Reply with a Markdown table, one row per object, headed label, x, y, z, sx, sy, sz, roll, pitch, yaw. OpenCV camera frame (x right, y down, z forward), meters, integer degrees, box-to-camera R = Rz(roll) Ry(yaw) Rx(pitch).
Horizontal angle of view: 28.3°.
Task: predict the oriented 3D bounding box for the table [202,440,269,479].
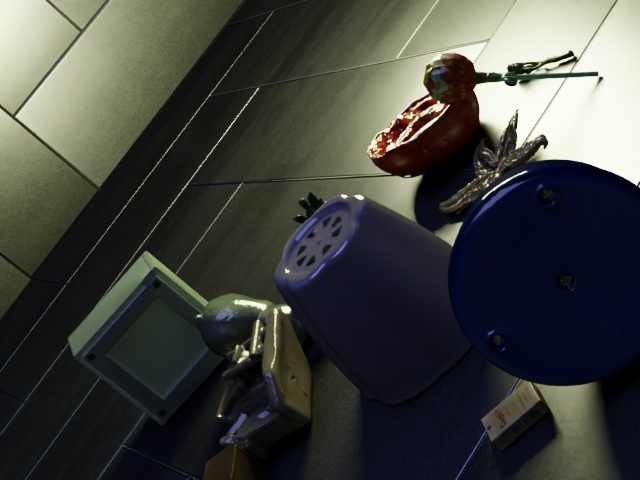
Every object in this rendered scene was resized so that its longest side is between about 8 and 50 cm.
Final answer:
| label | x | y | z | sx | sy | sz | roll | pitch | yaw |
| --- | --- | --- | --- | --- | --- | --- | --- | --- | --- |
| table | -0.128 | 0.373 | 1.933 | 0.070 | 0.082 | 0.083 | -38 | 25 | 23 |

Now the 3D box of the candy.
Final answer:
| label | x | y | z | sx | sy | sz | roll | pitch | yaw |
| --- | --- | --- | --- | --- | --- | --- | --- | --- | --- |
| candy | 0.310 | -0.265 | 2.081 | 0.288 | 0.084 | 0.078 | 1 | 47 | 17 |

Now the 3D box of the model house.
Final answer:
| label | x | y | z | sx | sy | sz | roll | pitch | yaw |
| --- | --- | --- | --- | --- | --- | --- | --- | --- | --- |
| model house | -0.100 | 0.245 | 2.040 | 0.188 | 0.122 | 0.229 | -40 | 27 | 24 |

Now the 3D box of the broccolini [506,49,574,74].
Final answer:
| label | x | y | z | sx | sy | sz | roll | pitch | yaw |
| --- | --- | --- | --- | --- | --- | --- | --- | --- | --- |
| broccolini | 0.377 | -0.309 | 2.191 | 0.140 | 0.035 | 0.030 | -14 | 44 | 51 |

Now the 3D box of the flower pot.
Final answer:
| label | x | y | z | sx | sy | sz | roll | pitch | yaw |
| --- | --- | --- | --- | --- | --- | --- | --- | --- | --- |
| flower pot | 0.076 | 0.072 | 1.858 | 0.265 | 0.243 | 0.265 | -37 | 28 | 24 |

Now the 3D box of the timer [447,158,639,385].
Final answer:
| label | x | y | z | sx | sy | sz | roll | pitch | yaw |
| --- | --- | --- | --- | --- | --- | --- | --- | --- | --- |
| timer | 0.294 | -0.003 | 1.636 | 0.270 | 0.270 | 0.383 | -42 | 9 | 14 |

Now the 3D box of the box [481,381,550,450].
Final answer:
| label | x | y | z | sx | sy | sz | roll | pitch | yaw |
| --- | --- | --- | --- | --- | --- | --- | --- | --- | --- |
| box | 0.245 | 0.219 | 1.598 | 0.083 | 0.024 | 0.053 | -44 | 23 | 13 |

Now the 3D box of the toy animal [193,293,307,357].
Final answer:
| label | x | y | z | sx | sy | sz | roll | pitch | yaw |
| --- | --- | --- | --- | --- | --- | --- | --- | --- | --- |
| toy animal | -0.087 | 0.148 | 2.189 | 0.251 | 0.125 | 0.127 | -7 | 17 | 35 |

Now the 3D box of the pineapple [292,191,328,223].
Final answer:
| label | x | y | z | sx | sy | sz | roll | pitch | yaw |
| --- | --- | --- | --- | --- | --- | --- | --- | --- | --- |
| pineapple | -0.001 | 0.000 | 2.277 | 0.083 | 0.103 | 0.221 | -40 | 25 | 20 |

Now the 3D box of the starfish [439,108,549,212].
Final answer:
| label | x | y | z | sx | sy | sz | roll | pitch | yaw |
| --- | --- | --- | --- | --- | --- | --- | --- | --- | --- |
| starfish | 0.279 | -0.112 | 2.039 | 0.240 | 0.043 | 0.227 | -35 | 24 | 35 |

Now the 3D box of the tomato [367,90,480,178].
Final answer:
| label | x | y | z | sx | sy | sz | roll | pitch | yaw |
| --- | --- | --- | --- | --- | --- | --- | --- | --- | --- |
| tomato | 0.197 | -0.188 | 2.240 | 0.228 | 0.101 | 0.228 | -36 | 18 | 14 |

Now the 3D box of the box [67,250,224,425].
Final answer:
| label | x | y | z | sx | sy | sz | roll | pitch | yaw |
| --- | --- | --- | --- | --- | --- | --- | --- | --- | --- |
| box | -0.307 | 0.185 | 2.365 | 0.225 | 0.225 | 0.117 | -49 | 22 | -1 |
